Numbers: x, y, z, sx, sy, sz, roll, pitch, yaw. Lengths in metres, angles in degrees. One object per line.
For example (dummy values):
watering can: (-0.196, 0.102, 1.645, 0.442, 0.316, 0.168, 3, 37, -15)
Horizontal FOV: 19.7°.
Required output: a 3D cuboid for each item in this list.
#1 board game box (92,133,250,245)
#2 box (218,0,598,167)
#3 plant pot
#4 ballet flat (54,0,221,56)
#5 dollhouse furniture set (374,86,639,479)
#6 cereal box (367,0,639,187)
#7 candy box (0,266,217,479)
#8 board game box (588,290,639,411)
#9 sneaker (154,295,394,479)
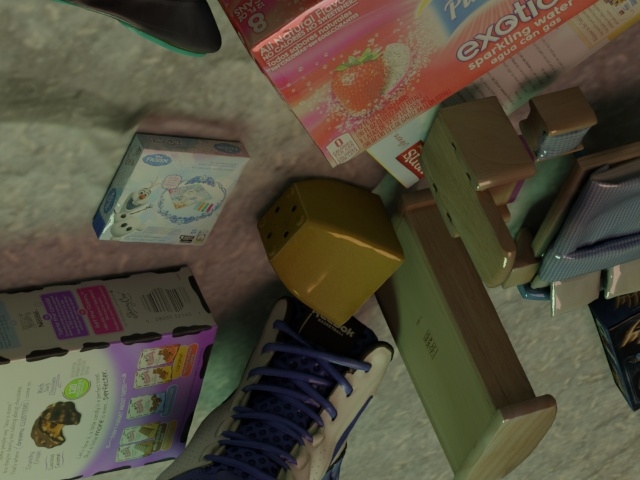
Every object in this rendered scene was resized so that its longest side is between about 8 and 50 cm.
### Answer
board game box: (-0.109, -0.036, 1.346, 0.090, 0.020, 0.090, 4, 133, -35)
box: (0.079, -0.205, 1.160, 0.300, 0.154, 0.142, -32, 143, 4)
plant pot: (0.000, 0.000, 1.414, 0.083, 0.081, 0.081, 27, 117, -34)
ballet flat: (-0.127, -0.169, 1.144, 0.203, 0.074, 0.074, 16, 124, -40)
dollhouse furniture set: (0.229, 0.022, 1.431, 0.303, 0.198, 0.286, -15, 155, -20)
cereal box: (0.117, -0.149, 1.324, 0.240, 0.047, 0.173, -35, 151, 9)
candy box: (-0.193, 0.111, 1.421, 0.196, 0.070, 0.165, -8, 138, -26)
board game box: (0.380, 0.053, 1.741, 0.243, 0.042, 0.165, -29, 143, 0)
sneaker: (-0.038, 0.140, 1.454, 0.182, 0.127, 0.315, -69, 170, 21)
